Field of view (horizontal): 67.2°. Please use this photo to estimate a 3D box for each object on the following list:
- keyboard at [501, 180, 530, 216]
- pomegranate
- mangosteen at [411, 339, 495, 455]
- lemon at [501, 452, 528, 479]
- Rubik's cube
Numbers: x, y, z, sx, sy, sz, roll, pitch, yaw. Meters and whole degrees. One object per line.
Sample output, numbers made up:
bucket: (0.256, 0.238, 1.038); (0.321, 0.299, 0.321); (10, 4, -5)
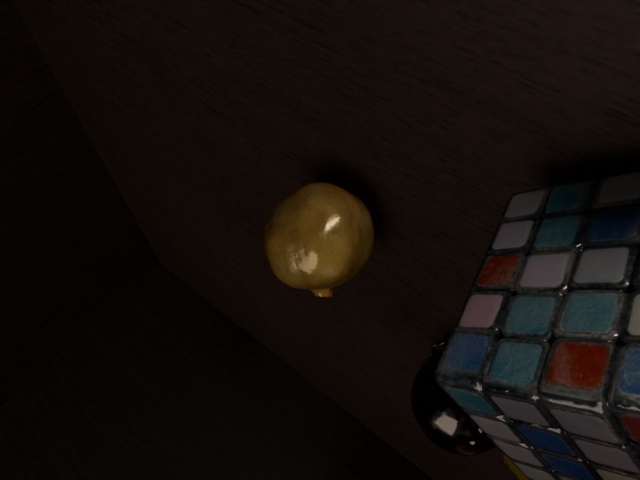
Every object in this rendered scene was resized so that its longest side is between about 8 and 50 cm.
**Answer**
keyboard: (0.333, 0.028, 0.745); (0.103, 0.041, 0.381); (16, 150, 43)
pomegranate: (-0.002, -0.007, 0.960); (0.233, 0.233, 0.233); (33, 153, 19)
mangosteen: (0.310, 0.340, 1.079); (0.228, 0.228, 0.265); (55, -170, -24)
lemon: (0.412, 0.298, 0.753); (0.253, 0.310, 0.254); (179, 90, -65)
Rubik's cube: (0.346, 0.118, 0.505); (0.293, 0.287, 0.291); (46, 149, -23)
